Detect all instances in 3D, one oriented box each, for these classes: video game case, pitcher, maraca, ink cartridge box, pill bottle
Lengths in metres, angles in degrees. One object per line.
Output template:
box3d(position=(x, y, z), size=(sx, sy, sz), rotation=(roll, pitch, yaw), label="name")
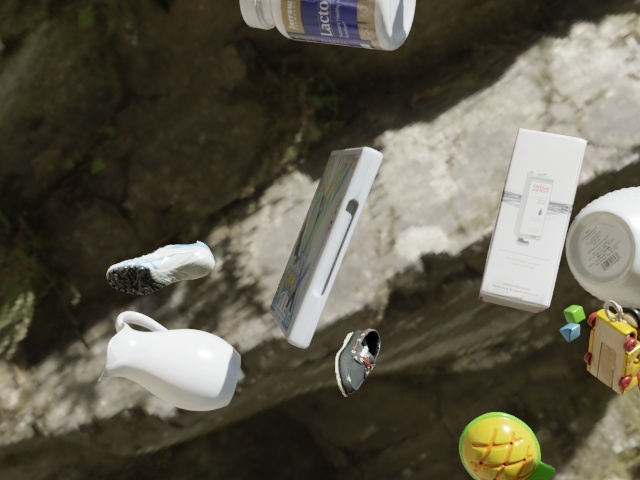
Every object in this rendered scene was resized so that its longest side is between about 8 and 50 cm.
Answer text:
box3d(position=(0.000, 0.000, 1.684), size=(0.036, 0.299, 0.329), rotation=(21, 1, -8), label="video game case")
box3d(position=(-0.237, 0.183, 1.737), size=(0.207, 0.125, 0.177), rotation=(16, 27, -10), label="pitcher")
box3d(position=(0.311, 0.367, 1.811), size=(0.185, 0.127, 0.099), rotation=(50, 13, -13), label="maraca")
box3d(position=(0.356, -0.028, 1.838), size=(0.117, 0.282, 0.207), rotation=(13, -5, 9), label="ink cartridge box")
box3d(position=(0.011, -0.400, 1.780), size=(0.265, 0.153, 0.153), rotation=(10, -23, 22), label="pill bottle")

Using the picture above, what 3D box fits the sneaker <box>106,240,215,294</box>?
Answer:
box3d(position=(-0.344, 0.054, 2.304), size=(0.086, 0.237, 0.085), rotation=(51, -39, 43), label="sneaker")

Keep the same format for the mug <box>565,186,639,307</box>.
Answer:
box3d(position=(0.732, -0.005, 2.373), size=(0.328, 0.374, 0.276), rotation=(-1, 65, -47), label="mug")

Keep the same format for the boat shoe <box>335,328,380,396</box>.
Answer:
box3d(position=(0.051, 0.161, 1.455), size=(0.048, 0.042, 0.133), rotation=(66, 23, -19), label="boat shoe")

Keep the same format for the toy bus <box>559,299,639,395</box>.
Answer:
box3d(position=(0.565, 0.185, 2.021), size=(0.190, 0.104, 0.202), rotation=(62, -24, 0), label="toy bus")
